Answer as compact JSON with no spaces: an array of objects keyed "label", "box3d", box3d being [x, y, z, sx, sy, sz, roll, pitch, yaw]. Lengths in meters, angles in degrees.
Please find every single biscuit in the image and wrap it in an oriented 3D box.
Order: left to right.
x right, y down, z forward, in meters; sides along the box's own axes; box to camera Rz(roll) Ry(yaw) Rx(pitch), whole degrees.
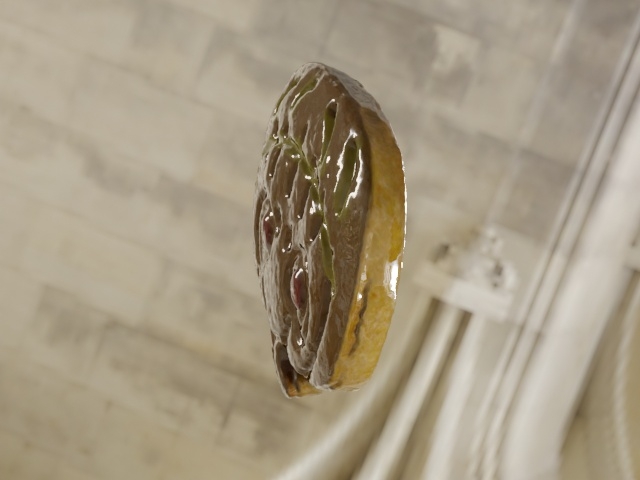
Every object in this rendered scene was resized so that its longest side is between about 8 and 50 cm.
[{"label":"biscuit","box3d":[-0.009,0.000,2.000,0.070,0.350,0.394,5,-164,-18]}]
